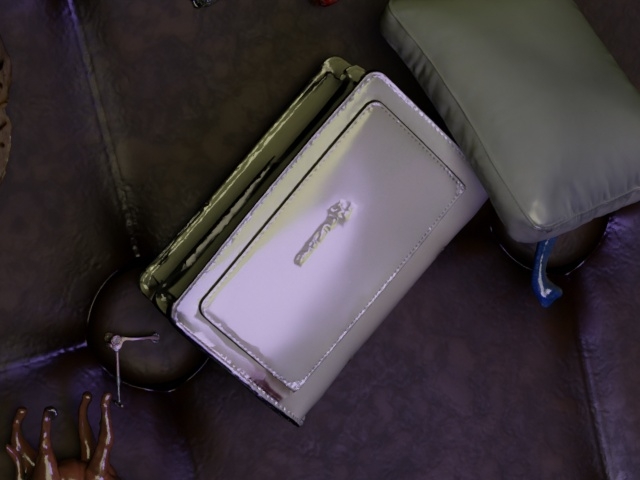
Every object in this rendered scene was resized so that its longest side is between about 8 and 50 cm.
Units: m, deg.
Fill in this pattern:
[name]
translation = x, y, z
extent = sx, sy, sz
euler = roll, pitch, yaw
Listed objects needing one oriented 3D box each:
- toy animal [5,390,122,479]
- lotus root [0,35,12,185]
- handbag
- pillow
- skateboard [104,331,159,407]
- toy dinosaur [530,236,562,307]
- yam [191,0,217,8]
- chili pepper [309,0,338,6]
[toy animal]
translation = -0.228, 0.277, 1.921
extent = 0.224, 0.066, 0.229
euler = -12, 103, -10
[lotus root]
translation = -0.430, -0.137, 1.793
extent = 0.180, 0.199, 0.188
euler = 1, 57, 17
[handbag]
translation = 0.000, 0.000, 1.910
extent = 0.237, 0.160, 0.358
euler = 42, 85, -21
[pillow]
translation = 0.235, -0.163, 1.903
extent = 0.255, 0.120, 0.322
euler = -21, 72, -34
[skateboard]
translation = -0.213, 0.146, 1.934
extent = 0.064, 0.032, 0.083
euler = -1, 94, -25
[toy dinosaur]
translation = 0.239, -0.069, 2.009
extent = 0.248, 0.075, 0.188
euler = 42, 86, -3
[yam]
translation = -0.087, -0.296, 1.920
extent = 0.129, 0.027, 0.033
euler = -34, 102, -9
[chili pepper]
translation = 0.031, -0.322, 1.928
extent = 0.123, 0.070, 0.073
euler = -42, 96, -7
